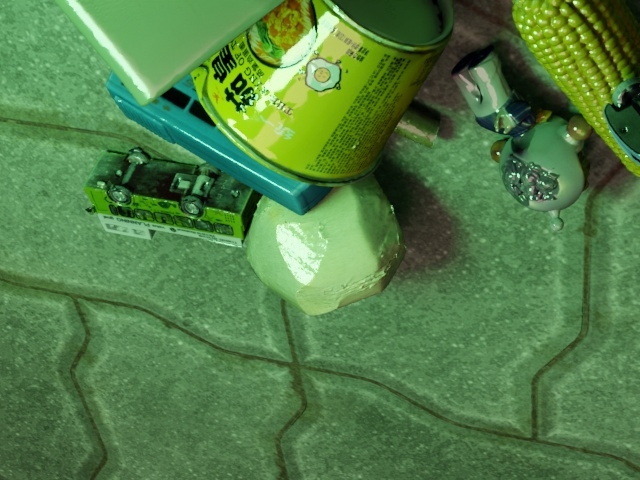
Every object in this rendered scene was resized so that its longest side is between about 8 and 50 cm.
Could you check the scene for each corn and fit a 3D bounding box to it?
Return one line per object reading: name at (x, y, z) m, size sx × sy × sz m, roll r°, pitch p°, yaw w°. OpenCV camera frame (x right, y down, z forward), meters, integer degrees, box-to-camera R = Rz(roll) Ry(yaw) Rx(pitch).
corn at (0.390, -0.231, 1.774) m, size 0.144 × 0.144 × 0.387 m, roll -15°, pitch 130°, yaw 39°

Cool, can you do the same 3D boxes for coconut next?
coconut at (0.000, 0.000, 2.129) m, size 0.247 × 0.245 × 0.245 m, roll -23°, pitch 132°, yaw -3°

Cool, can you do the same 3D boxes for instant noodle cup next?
instant noodle cup at (0.016, -0.273, 1.801) m, size 0.325 × 0.325 × 0.254 m, roll 33°, pitch 132°, yaw -10°

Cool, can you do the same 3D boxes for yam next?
yam at (0.123, -0.190, 2.025) m, size 0.132 × 0.054 × 0.054 m, roll 24°, pitch 141°, yaw 0°

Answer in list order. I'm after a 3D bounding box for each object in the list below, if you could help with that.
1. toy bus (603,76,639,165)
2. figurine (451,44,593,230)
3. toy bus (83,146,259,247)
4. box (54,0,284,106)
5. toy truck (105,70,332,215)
toy bus at (0.519, -0.175, 1.676) m, size 0.292 × 0.125 × 0.133 m, roll -28°, pitch 132°, yaw 4°
figurine at (0.302, -0.157, 1.910) m, size 0.194 × 0.133 × 0.274 m, roll 10°, pitch 138°, yaw 40°
toy bus at (-0.261, -0.068, 2.325) m, size 0.302 × 0.113 × 0.139 m, roll 10°, pitch 143°, yaw 16°
box at (-0.183, -0.397, 1.556) m, size 0.352 × 0.177 × 0.344 m, roll -35°, pitch 103°, yaw 12°
toy truck at (-0.132, -0.189, 2.003) m, size 0.385 × 0.162 × 0.161 m, roll 30°, pitch 172°, yaw 10°
